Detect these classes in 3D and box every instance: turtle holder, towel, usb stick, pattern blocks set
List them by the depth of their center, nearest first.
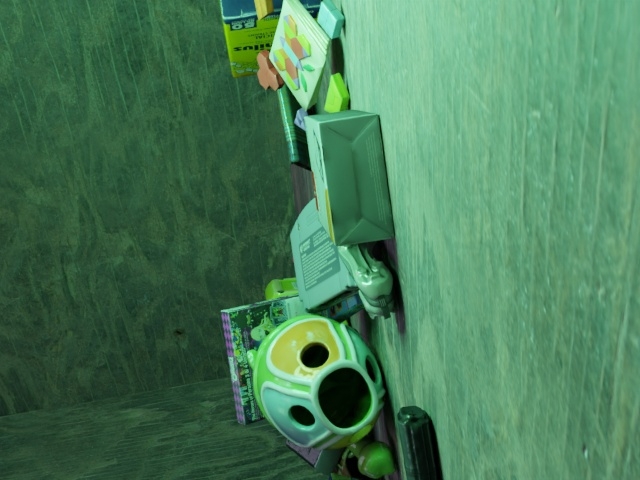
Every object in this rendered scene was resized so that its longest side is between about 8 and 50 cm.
[{"bbox_3d":[0.146,0.367,1.178,0.077,0.045,0.278,-144,45,-83],"label":"usb stick"},{"bbox_3d":[-0.041,-0.333,1.510,0.285,0.026,0.325,50,153,28],"label":"pattern blocks set"},{"bbox_3d":[0.009,0.305,1.607,0.227,0.243,0.320,-171,75,-68],"label":"turtle holder"},{"bbox_3d":[-0.068,-0.357,2.081,0.271,0.040,0.370,5,-105,-77],"label":"towel"}]

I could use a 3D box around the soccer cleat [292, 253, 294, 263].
[{"bbox_3d":[0.000,0.000,2.044,0.331,0.116,0.143,153,120,-81],"label":"soccer cleat"}]

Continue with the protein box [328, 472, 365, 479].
[{"bbox_3d":[0.066,0.623,1.733,0.201,0.136,0.200,-115,41,-74],"label":"protein box"}]

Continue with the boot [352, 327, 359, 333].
[{"bbox_3d":[0.075,0.237,1.960,0.114,0.037,0.106,-97,1,-77],"label":"boot"}]

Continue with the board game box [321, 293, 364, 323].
[{"bbox_3d":[0.038,0.073,1.692,0.211,0.039,0.160,136,126,-65],"label":"board game box"}]

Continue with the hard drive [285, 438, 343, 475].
[{"bbox_3d":[0.005,0.399,1.982,0.172,0.054,0.254,24,98,51],"label":"hard drive"}]

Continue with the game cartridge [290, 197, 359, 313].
[{"bbox_3d":[0.017,0.017,1.605,0.297,0.062,0.198,144,124,-66],"label":"game cartridge"}]

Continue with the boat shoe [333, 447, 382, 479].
[{"bbox_3d":[0.086,0.522,1.974,0.324,0.122,0.120,-112,37,-54],"label":"boat shoe"}]

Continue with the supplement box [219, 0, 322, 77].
[{"bbox_3d":[-0.113,-0.497,1.777,0.356,0.194,0.195,112,149,-83],"label":"supplement box"}]

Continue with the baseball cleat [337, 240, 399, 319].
[{"bbox_3d":[0.072,0.055,1.326,0.206,0.072,0.109,-99,-5,-65],"label":"baseball cleat"}]

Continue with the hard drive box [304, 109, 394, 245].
[{"bbox_3d":[0.039,-0.103,1.299,0.232,0.089,0.181,-119,21,-79],"label":"hard drive box"}]

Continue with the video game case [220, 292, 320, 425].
[{"bbox_3d":[-0.085,0.233,1.722,0.042,0.210,0.232,0,100,58],"label":"video game case"}]

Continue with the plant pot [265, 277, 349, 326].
[{"bbox_3d":[-0.037,0.206,2.149,0.228,0.227,0.207,-122,28,-78],"label":"plant pot"}]
